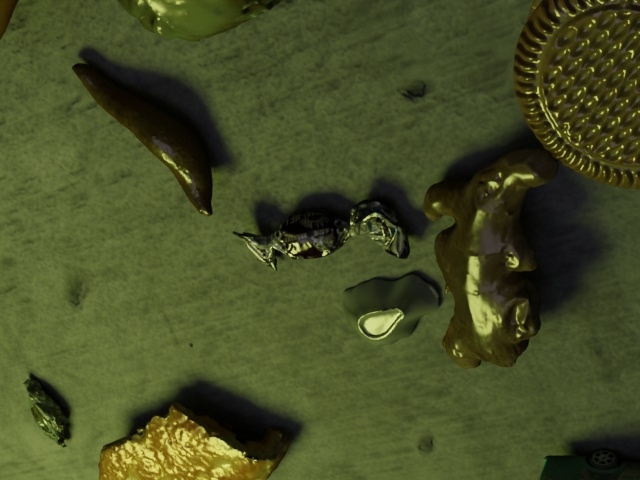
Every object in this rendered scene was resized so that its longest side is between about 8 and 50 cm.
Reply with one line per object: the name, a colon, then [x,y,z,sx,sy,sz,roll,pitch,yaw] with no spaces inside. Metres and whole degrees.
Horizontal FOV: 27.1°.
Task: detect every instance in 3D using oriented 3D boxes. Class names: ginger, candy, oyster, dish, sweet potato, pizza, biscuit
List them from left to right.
oyster: [-0.408,0.262,1.984,0.098,0.037,0.100,44,152,17]
sweet potato: [-0.203,-0.137,1.608,0.249,0.059,0.069,44,141,-1]
pizza: [-0.198,0.315,1.888,0.365,0.074,0.182,-27,109,36]
candy: [0.000,0.000,1.603,0.226,0.051,0.094,-4,122,27]
dish: [0.082,0.091,1.630,0.137,0.039,0.091,-27,106,37]
ginger: [0.183,0.030,1.509,0.166,0.080,0.333,21,134,32]
biscuit: [0.316,-0.174,1.322,0.259,0.079,0.259,13,126,19]

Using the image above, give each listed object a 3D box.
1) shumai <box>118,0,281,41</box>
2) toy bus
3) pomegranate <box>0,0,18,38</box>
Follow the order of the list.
shumai: [-0.150,-0.316,1.314,0.292,0.288,0.330,42,127,-6]
toy bus: [0.392,0.318,1.593,0.262,0.109,0.091,2,115,23]
pomegranate: [-0.488,-0.343,1.386,0.417,0.416,0.416,12,125,18]
